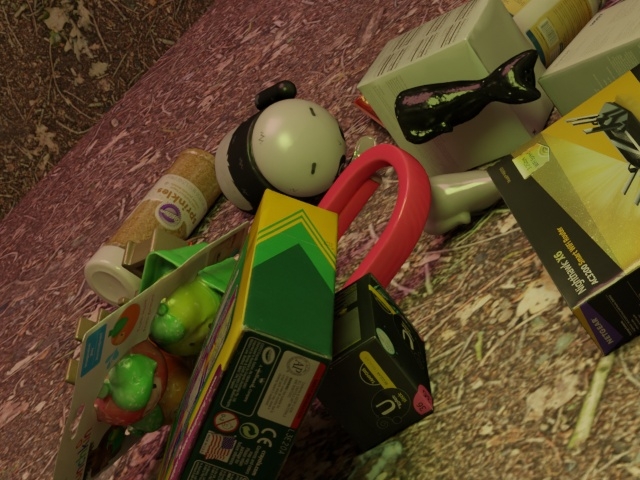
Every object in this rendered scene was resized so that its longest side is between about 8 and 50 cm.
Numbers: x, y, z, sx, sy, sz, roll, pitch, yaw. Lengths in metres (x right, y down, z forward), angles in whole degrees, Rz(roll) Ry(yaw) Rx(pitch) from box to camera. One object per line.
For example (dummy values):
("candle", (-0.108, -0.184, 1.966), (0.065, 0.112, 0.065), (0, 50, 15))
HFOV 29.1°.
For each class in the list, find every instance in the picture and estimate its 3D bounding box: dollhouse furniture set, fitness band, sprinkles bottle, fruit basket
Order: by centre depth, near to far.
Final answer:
("fruit basket", (-0.213, 0.169, 1.601), (0.353, 0.165, 0.327), (-47, -20, -54))
("fitness band", (0.047, 0.005, 1.682), (0.291, 0.054, 0.209), (-55, 30, 18))
("dollhouse furniture set", (-0.255, 0.123, 1.969), (0.262, 0.135, 0.259), (-22, 48, 37))
("sprinkles bottle", (-0.311, -0.029, 2.371), (0.121, 0.121, 0.355), (-17, 29, 44))

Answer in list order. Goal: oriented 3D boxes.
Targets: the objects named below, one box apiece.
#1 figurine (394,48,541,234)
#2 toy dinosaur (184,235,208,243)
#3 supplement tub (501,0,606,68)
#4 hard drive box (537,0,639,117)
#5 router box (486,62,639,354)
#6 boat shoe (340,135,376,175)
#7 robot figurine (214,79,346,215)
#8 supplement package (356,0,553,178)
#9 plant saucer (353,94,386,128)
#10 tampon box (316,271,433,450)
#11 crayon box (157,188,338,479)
("figurine", (0.219, -0.131, 1.665), (0.209, 0.215, 0.092), (-19, -16, 34))
("toy dinosaur", (-0.269, 0.026, 2.249), (0.183, 0.053, 0.092), (-46, 6, -29))
("supplement tub", (0.345, -0.358, 1.945), (0.200, 0.144, 0.144), (-43, 21, -13))
("hard drive box", (0.428, -0.257, 1.613), (0.181, 0.089, 0.232), (-47, 17, -31))
("router box", (0.340, -0.050, 1.345), (0.243, 0.081, 0.309), (-35, 31, 10))
("boat shoe", (0.060, -0.116, 2.063), (0.038, 0.046, 0.125), (90, -161, -63))
("robot figurine", (-0.069, -0.136, 2.076), (0.173, 0.209, 0.278), (-46, 11, -28))
("supplement package", (0.206, -0.223, 1.824), (0.203, 0.194, 0.149), (-20, 27, 39))
("plant saucer", (0.199, -0.282, 2.165), (0.258, 0.047, 0.259), (-38, 20, 0))
("tampon box", (0.053, 0.138, 1.436), (0.101, 0.120, 0.161), (-33, 22, 14))
("crayon box", (-0.088, 0.172, 1.384), (0.313, 0.106, 0.363), (-83, 15, -62))
